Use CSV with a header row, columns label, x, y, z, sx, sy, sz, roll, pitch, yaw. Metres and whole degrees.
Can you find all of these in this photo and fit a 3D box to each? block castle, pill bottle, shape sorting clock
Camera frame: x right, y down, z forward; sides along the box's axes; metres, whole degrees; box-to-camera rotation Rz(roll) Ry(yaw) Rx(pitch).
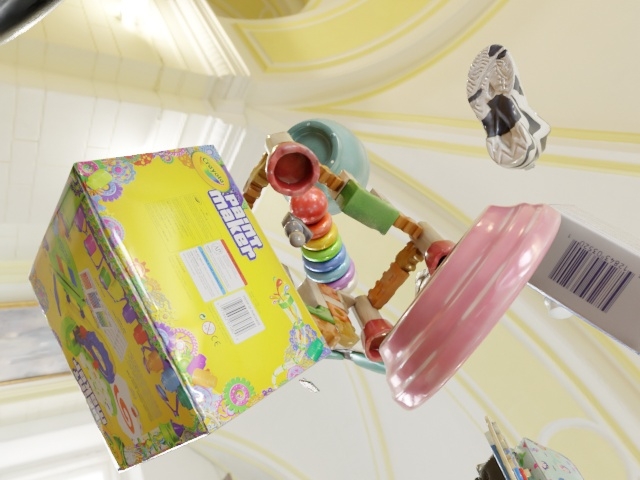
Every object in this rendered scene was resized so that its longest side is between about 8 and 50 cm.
label,x,y,z,sx,sy,sz,roll,pitch,yaw
block castle,0.030,0.036,0.909,0.303,0.453,0.213,-54,-152,15
pill bottle,0.680,0.151,1.400,0.078,0.078,0.137,-44,-153,44
shape sorting clock,0.328,0.392,0.810,0.040,0.206,0.206,-26,-117,7

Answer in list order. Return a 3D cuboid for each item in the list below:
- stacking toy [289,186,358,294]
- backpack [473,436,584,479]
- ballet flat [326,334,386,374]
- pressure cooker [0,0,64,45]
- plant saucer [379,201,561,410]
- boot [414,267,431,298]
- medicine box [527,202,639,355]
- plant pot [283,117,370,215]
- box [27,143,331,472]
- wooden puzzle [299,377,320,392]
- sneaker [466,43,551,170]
label,x,y,z,sx,sy,sz,roll,pitch,yaw
stacking toy,0.000,0.000,1.205,0.141,0.141,0.330,42,-23,44
backpack,0.520,0.603,1.135,0.191,0.253,0.225,-49,-159,17
ballet flat,0.103,0.323,1.521,0.400,0.139,0.139,8,-82,21
pressure cooker,-0.255,-0.293,0.201,0.370,0.375,0.420,5,-54,61
plant saucer,0.186,0.075,0.670,0.084,0.332,0.332,37,-56,13
boot,0.253,0.183,1.075,0.236,0.089,0.269,112,-5,-67
medicine box,0.542,0.054,0.934,0.263,0.289,0.149,37,-67,30
plant pot,-0.012,-0.231,1.410,0.293,0.196,0.293,-2,-100,12
box,-0.191,0.087,0.598,0.279,0.177,0.290,-37,-101,43
wooden puzzle,-0.032,0.429,1.438,0.049,0.083,0.006,-4,-136,42
sneaker,0.352,-0.232,0.899,0.094,0.153,0.235,-26,-113,34
